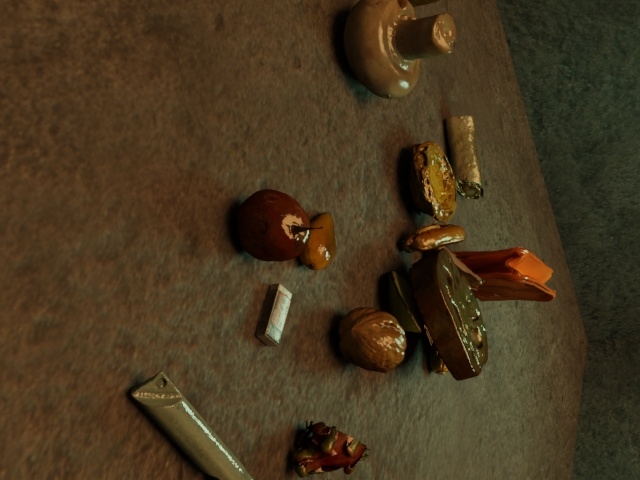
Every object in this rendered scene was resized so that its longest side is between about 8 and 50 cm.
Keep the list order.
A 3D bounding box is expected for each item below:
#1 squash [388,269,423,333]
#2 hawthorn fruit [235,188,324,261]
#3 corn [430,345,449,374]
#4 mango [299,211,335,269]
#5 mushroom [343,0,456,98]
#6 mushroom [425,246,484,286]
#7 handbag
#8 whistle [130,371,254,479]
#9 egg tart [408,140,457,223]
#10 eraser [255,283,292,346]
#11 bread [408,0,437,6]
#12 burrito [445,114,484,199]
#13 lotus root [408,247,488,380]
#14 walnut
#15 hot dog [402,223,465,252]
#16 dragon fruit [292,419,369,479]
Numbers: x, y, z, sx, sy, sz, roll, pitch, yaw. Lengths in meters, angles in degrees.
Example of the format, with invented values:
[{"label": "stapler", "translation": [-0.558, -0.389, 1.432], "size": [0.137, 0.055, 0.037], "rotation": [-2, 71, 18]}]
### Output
[{"label": "squash", "translation": [0.219, 0.178, 1.818], "size": [0.184, 0.085, 0.192], "rotation": [58, 17, 8]}, {"label": "hawthorn fruit", "translation": [-0.089, -0.023, 1.269], "size": [0.189, 0.149, 0.149], "rotation": [-137, -153, -72]}, {"label": "corn", "translation": [0.372, 0.311, 2.029], "size": [0.072, 0.072, 0.203], "rotation": [29, 59, -53]}, {"label": "mango", "translation": [0.000, 0.000, 1.505], "size": [0.101, 0.066, 0.187], "rotation": [65, 27, -28]}, {"label": "mushroom", "translation": [0.222, -0.535, 1.760], "size": [0.292, 0.290, 0.292], "rotation": [8, 81, -54]}, {"label": "mushroom", "translation": [0.401, 0.087, 2.048], "size": [0.210, 0.094, 0.072], "rotation": [45, 34, 15]}, {"label": "handbag", "translation": [0.599, 0.125, 2.218], "size": [0.410, 0.304, 0.116], "rotation": [24, 65, -53]}, {"label": "whistle", "translation": [-0.205, 0.333, 1.098], "size": [0.312, 0.062, 0.062], "rotation": [61, 37, -31]}, {"label": "egg tart", "translation": [0.337, -0.170, 2.049], "size": [0.291, 0.107, 0.290], "rotation": [30, 54, -52]}, {"label": "eraser", "translation": [-0.094, 0.152, 1.346], "size": [0.052, 0.029, 0.122], "rotation": [48, 45, -43]}, {"label": "bread", "translation": [0.262, -0.780, 1.912], "size": [0.227, 0.253, 0.142], "rotation": [32, 49, -79]}, {"label": "burrito", "translation": [0.526, -0.297, 2.380], "size": [0.143, 0.105, 0.299], "rotation": [-2, 83, -62]}, {"label": "lotus root", "translation": [0.368, 0.214, 1.851], "size": [0.390, 0.111, 0.374], "rotation": [46, 33, -45]}, {"label": "walnut", "translation": [0.119, 0.236, 1.564], "size": [0.184, 0.155, 0.155], "rotation": [41, 50, -48]}, {"label": "hot dog", "translation": [0.336, -0.013, 1.972], "size": [0.250, 0.104, 0.076], "rotation": [-9, 91, -39]}, {"label": "dragon fruit", "translation": [0.012, 0.440, 1.390], "size": [0.175, 0.138, 0.142], "rotation": [-32, 72, -26]}]
